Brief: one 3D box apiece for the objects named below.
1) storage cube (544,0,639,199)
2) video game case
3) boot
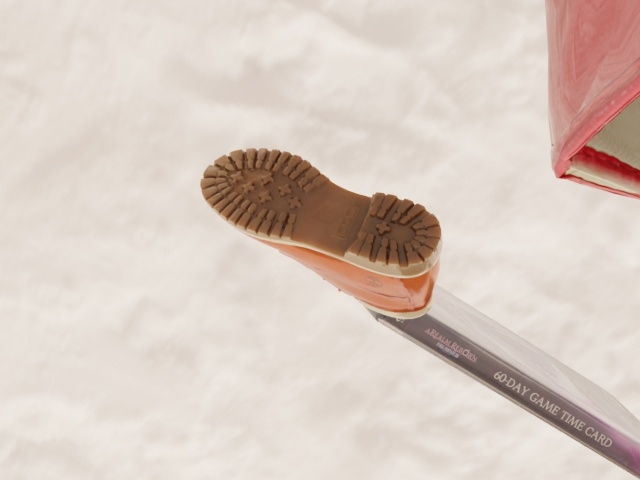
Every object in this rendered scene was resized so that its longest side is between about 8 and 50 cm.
[{"bbox_3d":[0.170,-0.118,0.419,0.215,0.184,0.193,9,62,-18],"label":"storage cube"},{"bbox_3d":[0.128,0.084,1.311,0.274,0.196,0.026,32,96,-19],"label":"video game case"},{"bbox_3d":[0.000,0.000,1.130,0.158,0.085,0.059,23,65,19],"label":"boot"}]
